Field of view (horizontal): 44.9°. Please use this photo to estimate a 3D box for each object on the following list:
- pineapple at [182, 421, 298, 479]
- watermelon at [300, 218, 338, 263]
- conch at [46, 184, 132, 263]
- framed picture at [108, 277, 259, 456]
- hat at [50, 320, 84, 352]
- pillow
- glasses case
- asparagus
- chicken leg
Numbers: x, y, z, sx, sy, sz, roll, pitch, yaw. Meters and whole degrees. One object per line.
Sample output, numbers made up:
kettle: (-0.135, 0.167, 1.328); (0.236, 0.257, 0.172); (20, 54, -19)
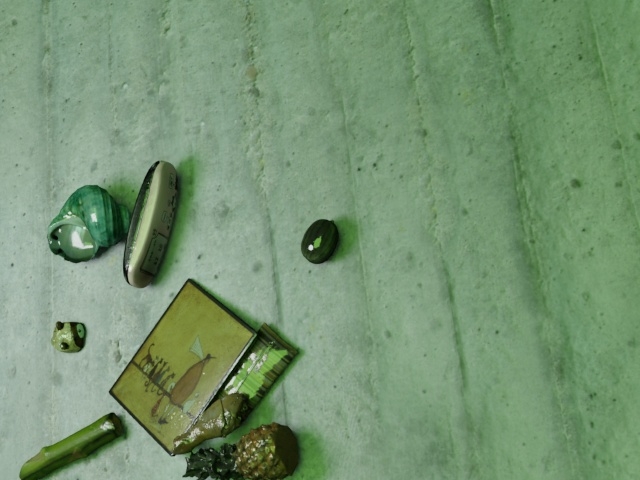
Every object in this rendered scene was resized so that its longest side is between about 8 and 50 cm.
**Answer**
pineapple: (-0.176, 0.471, 1.676); (0.248, 0.128, 0.128); (-17, 72, 19)
watermelon: (0.000, 0.000, 1.753); (0.078, 0.078, 0.110); (20, 83, 21)
conch: (-0.555, -0.044, 1.913); (0.203, 0.134, 0.196); (10, 120, 14)
framed picture: (-0.322, 0.287, 1.795); (0.255, 0.014, 0.338); (35, 88, 31)
hat: (-0.625, 0.237, 1.901); (0.076, 0.059, 0.077); (-2, 81, 22)
pillow: (-0.150, 0.296, 1.747); (0.113, 0.038, 0.203); (37, 89, 21)
glasses case: (-0.407, -0.040, 1.866); (0.075, 0.122, 0.314); (10, 79, 14)
asparagus: (-0.589, 0.490, 1.828); (0.278, 0.060, 0.067); (-27, 90, 9)
chicken leg: (-0.243, 0.406, 1.689); (0.198, 0.069, 0.085); (-34, 62, 3)
